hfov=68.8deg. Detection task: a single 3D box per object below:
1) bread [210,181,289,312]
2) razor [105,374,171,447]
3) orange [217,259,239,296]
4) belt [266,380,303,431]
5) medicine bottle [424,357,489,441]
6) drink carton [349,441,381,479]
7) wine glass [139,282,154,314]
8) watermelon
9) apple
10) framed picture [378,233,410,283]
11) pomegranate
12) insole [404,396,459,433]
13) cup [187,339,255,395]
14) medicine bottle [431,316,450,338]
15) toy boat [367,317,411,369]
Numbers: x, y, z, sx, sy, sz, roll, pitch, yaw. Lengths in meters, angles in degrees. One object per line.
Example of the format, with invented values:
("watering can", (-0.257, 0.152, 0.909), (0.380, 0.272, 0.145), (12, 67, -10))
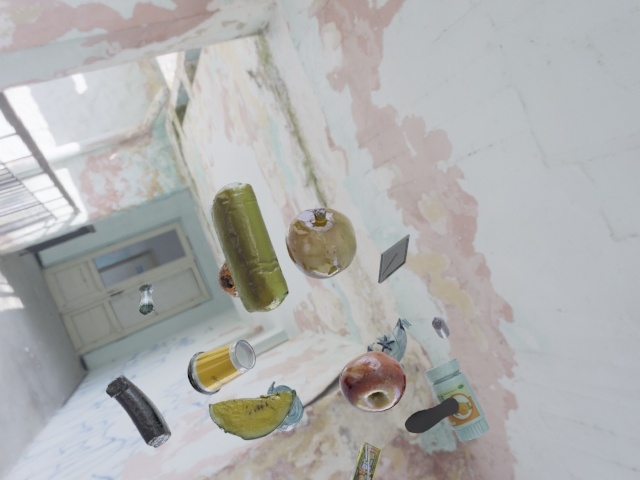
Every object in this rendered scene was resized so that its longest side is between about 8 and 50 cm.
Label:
("bread", (-0.217, 0.022, 1.329), (0.166, 0.112, 0.384), (-27, -102, 38))
("razor", (-0.749, 0.703, 1.940), (0.327, 0.107, 0.189), (44, -23, 14))
("orange", (-0.396, 0.171, 2.319), (0.182, 0.234, 0.235), (49, -28, 43))
("belt", (-0.143, 0.649, 1.810), (0.082, 0.147, 0.163), (-56, -162, 34))
("medicine bottle", (0.593, 0.689, 2.026), (0.318, 0.157, 0.158), (65, -21, 17))
("drink carton", (0.146, 0.763, 1.557), (0.071, 0.166, 0.056), (24, -52, 7))
("wine glass", (-0.812, 0.272, 2.186), (0.155, 0.072, 0.072), (-118, -162, -51))
("watermelon", (-0.202, 0.530, 1.440), (0.123, 0.300, 0.129), (-46, 122, -72))
("apple", (0.218, 0.584, 1.939), (0.251, 0.271, 0.206), (46, 17, -23))
("framed picture", (0.389, 0.096, 2.450), (0.023, 0.259, 0.189), (26, -49, 33))
("pomegranate", (0.000, 0.000, 1.942), (0.319, 0.318, 0.319), (50, -27, 37))
("insole", (0.463, 0.732, 1.945), (0.005, 0.253, 0.086), (33, 29, -51))
("cup", (-0.425, 0.541, 2.016), (0.196, 0.279, 0.197), (47, 26, -32))
("medicine bottle", (0.521, 0.372, 2.044), (0.058, 0.057, 0.199), (48, -1, 39))
("toy boat", (0.338, 0.527, 2.345), (0.209, 0.292, 0.070), (2, -19, 27))
